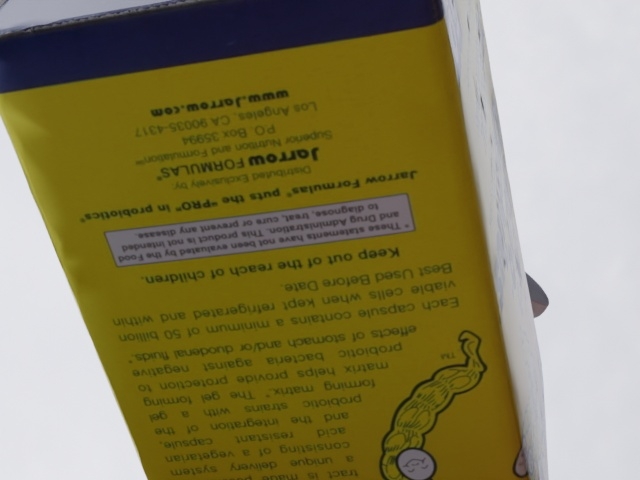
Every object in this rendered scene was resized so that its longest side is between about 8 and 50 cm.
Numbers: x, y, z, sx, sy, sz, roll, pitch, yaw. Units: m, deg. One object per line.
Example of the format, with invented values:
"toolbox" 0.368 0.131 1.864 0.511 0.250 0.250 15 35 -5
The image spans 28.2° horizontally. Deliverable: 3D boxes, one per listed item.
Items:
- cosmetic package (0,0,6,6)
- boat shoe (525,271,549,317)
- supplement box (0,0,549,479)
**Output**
"cosmetic package" -0.230 -0.356 1.074 0.230 0.161 0.453 80 -156 -56
"boat shoe" 0.103 0.029 1.206 0.076 0.228 0.080 -60 12 24
"supplement box" 0.000 0.000 0.658 0.194 0.195 0.357 -78 -22 -55
